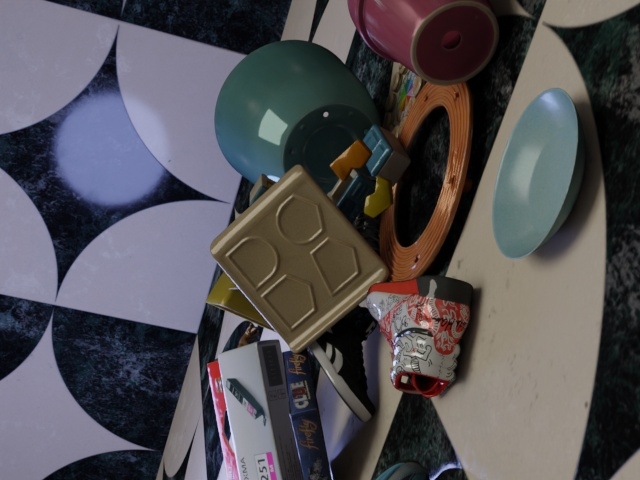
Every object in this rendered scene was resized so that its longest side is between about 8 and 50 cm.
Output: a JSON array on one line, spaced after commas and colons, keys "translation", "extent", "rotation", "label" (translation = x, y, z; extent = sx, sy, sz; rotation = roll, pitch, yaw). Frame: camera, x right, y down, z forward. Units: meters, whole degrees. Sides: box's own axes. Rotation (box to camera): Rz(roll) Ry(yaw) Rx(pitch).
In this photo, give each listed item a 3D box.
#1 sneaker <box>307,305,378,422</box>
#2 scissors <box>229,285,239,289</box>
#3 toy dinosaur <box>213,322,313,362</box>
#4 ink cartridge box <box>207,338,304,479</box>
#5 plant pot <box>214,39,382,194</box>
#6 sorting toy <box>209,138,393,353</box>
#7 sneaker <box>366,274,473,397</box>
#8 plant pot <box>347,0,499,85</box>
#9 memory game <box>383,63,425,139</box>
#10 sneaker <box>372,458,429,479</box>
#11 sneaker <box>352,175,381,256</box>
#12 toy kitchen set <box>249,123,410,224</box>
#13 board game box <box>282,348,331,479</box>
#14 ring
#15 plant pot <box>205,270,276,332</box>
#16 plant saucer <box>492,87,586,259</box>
[{"translation": [0.054, 0.173, 1.614], "extent": [0.217, 0.121, 0.079], "rotation": [53, 174, 35], "label": "sneaker"}, {"translation": [-0.042, 0.079, 1.793], "extent": [0.109, 0.297, 0.021], "rotation": [-80, -31, -49], "label": "scissors"}, {"translation": [-0.134, 0.280, 1.979], "extent": [0.200, 0.295, 0.127], "rotation": [-41, -42, -37], "label": "toy dinosaur"}, {"translation": [-0.136, 0.332, 1.821], "extent": [0.239, 0.060, 0.275], "rotation": [-23, 75, 47], "label": "ink cartridge box"}, {"translation": [-0.022, -0.194, 1.856], "extent": [0.235, 0.293, 0.293], "rotation": [49, 126, 59], "label": "plant pot"}, {"translation": [0.000, 0.000, 1.583], "extent": [0.307, 0.229, 0.041], "rotation": [-41, -6, 19], "label": "sorting toy"}, {"translation": [0.114, 0.133, 1.375], "extent": [0.270, 0.090, 0.145], "rotation": [156, 128, -70], "label": "sneaker"}, {"translation": [0.157, -0.316, 1.435], "extent": [0.180, 0.201, 0.201], "rotation": [-114, 37, -47], "label": "plant pot"}, {"translation": [0.144, -0.253, 1.778], "extent": [0.186, 0.012, 0.186], "rotation": [-167, 90, -76], "label": "memory game"}, {"translation": [0.100, 0.396, 1.236], "extent": [0.125, 0.104, 0.262], "rotation": [1, 61, 39], "label": "sneaker"}, {"translation": [0.074, -0.033, 1.710], "extent": [0.229, 0.086, 0.132], "rotation": [-94, 24, -53], "label": "sneaker"}, {"translation": [0.009, -0.101, 1.622], "extent": [0.207, 0.166, 0.122], "rotation": [-56, 22, 16], "label": "toy kitchen set"}, {"translation": [-0.015, 0.315, 1.614], "extent": [0.165, 0.042, 0.243], "rotation": [-104, 3, -62], "label": "board game box"}, {"translation": [0.161, -0.093, 1.526], "extent": [0.336, 0.032, 0.337], "rotation": [-166, 90, -76], "label": "ring"}, {"translation": [-0.081, 0.080, 2.010], "extent": [0.187, 0.212, 0.212], "rotation": [-68, 12, -7], "label": "plant pot"}, {"translation": [0.249, -0.070, 1.131], "extent": [0.195, 0.037, 0.195], "rotation": [-167, 90, -76], "label": "plant saucer"}]
